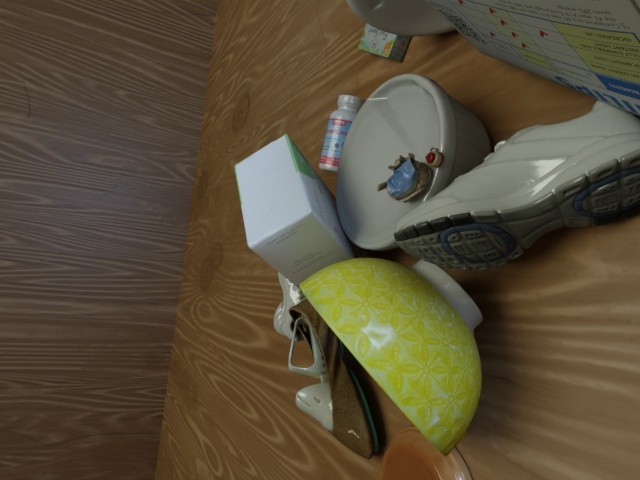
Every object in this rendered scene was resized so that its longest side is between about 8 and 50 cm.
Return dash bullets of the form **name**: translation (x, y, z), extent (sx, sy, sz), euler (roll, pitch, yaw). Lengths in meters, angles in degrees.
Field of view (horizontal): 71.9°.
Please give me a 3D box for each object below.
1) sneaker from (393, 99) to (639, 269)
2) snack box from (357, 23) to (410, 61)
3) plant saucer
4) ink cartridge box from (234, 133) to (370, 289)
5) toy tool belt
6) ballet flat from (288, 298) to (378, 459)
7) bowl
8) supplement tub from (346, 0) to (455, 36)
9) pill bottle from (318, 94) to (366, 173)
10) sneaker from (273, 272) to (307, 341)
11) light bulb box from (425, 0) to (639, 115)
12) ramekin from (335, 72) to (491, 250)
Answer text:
- **sneaker**: translation (0.225, -0.057, 0.518), extent (0.297, 0.111, 0.129), euler (-21, 45, 26)
- **snack box**: translation (0.136, -0.431, 0.906), extent (0.141, 0.037, 0.100), euler (53, 129, 54)
- **plant saucer**: translation (0.146, 0.381, 0.651), extent (0.200, 0.037, 0.200), euler (-29, 56, 57)
- **ink cartridge box**: translation (0.000, 0.000, 0.829), extent (0.119, 0.353, 0.207), euler (-29, 49, 13)
- **toy tool belt**: translation (0.112, -0.085, 0.562), extent (0.083, 0.051, 0.052), euler (-50, 41, 42)
- **ballet flat**: translation (0.003, 0.254, 0.855), extent (0.116, 0.124, 0.342), euler (103, 157, -48)
- **bowl**: translation (0.122, 0.118, 0.599), extent (0.156, 0.289, 0.289), euler (-41, 33, -3)
- **supplement tub**: translation (0.161, -0.523, 0.670), extent (0.241, 0.241, 0.331), euler (-7, 76, 61)
- **pill bottle**: translation (0.054, -0.223, 0.947), extent (0.087, 0.087, 0.160), euler (25, 105, 61)
- **sneaker**: translation (-0.043, 0.131, 1.046), extent (0.115, 0.090, 0.232), euler (22, 111, 55)
- **light bulb box**: translation (0.204, -0.311, 0.371), extent (0.225, 0.361, 0.358), euler (-56, 36, 20)
- **ramekin**: translation (0.145, -0.111, 0.701), extent (0.273, 0.127, 0.273), euler (-27, 59, 58)
